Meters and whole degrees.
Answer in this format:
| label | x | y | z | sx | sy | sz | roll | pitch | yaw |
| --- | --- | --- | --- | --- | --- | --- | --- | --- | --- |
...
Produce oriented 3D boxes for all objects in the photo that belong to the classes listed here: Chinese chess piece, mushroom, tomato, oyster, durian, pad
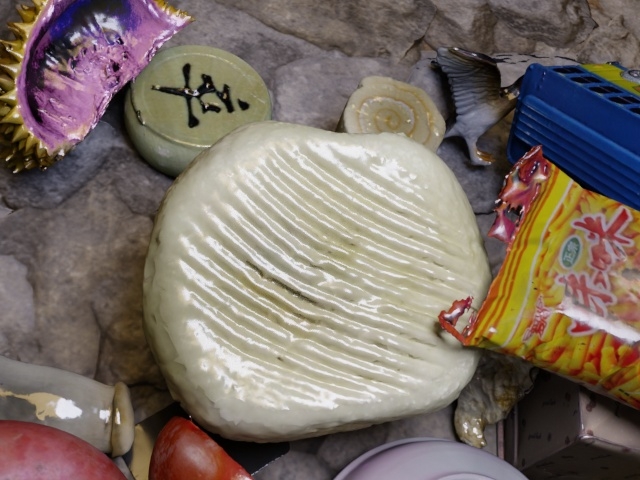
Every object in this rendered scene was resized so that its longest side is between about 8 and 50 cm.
| label | x | y | z | sx | sy | sz | roll | pitch | yaw |
| --- | --- | --- | --- | --- | --- | --- | --- | --- | --- |
| Chinese chess piece | -0.155 | -0.165 | 1.006 | 0.189 | 0.083 | 0.188 | 6 | 56 | -9 |
| mushroom | -0.350 | 0.138 | 0.770 | 0.352 | 0.097 | 0.109 | 23 | 59 | -5 |
| tomato | -0.100 | 0.251 | 0.729 | 0.082 | 0.166 | 0.174 | -43 | 40 | -22 |
| oyster | 0.178 | 0.137 | 0.873 | 0.081 | 0.163 | 0.190 | -2 | 85 | -33 |
| durian | -0.312 | -0.206 | 0.939 | 0.154 | 0.187 | 0.260 | 43 | 54 | -24 |
| pad | -0.123 | 0.215 | 0.831 | 0.157 | 0.003 | 0.112 | -27 | 69 | -27 |

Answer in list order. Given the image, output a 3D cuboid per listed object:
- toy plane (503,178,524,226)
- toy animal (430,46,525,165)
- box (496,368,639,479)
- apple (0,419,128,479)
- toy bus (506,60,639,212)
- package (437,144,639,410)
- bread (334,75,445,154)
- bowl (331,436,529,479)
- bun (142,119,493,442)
| label | x | y | z | sx | sy | sz | roll | pitch | yaw |
| --- | --- | --- | --- | --- | --- | --- | --- | --- | --- |
| toy plane | 0.364 | -0.032 | 1.035 | 0.256 | 0.101 | 0.251 | 14 | 19 | 12 |
| toy animal | 0.231 | -0.186 | 1.079 | 0.197 | 0.160 | 0.272 | 10 | 20 | -1 |
| box | 0.370 | 0.165 | 0.878 | 0.297 | 0.190 | 0.225 | 11 | 59 | -7 |
| apple | -0.282 | 0.313 | 0.592 | 0.345 | 0.269 | 0.344 | 15 | 60 | -28 |
| toy bus | 0.371 | -0.103 | 0.922 | 0.175 | 0.138 | 0.287 | -7 | 32 | -23 |
| package | 0.277 | 0.061 | 0.746 | 0.288 | 0.108 | 0.223 | 27 | 63 | 10 |
| bread | 0.078 | -0.110 | 0.996 | 0.134 | 0.141 | 0.148 | 14 | 58 | -4 |
| bowl | 0.123 | 0.317 | 0.750 | 0.287 | 0.143 | 0.286 | 7 | 57 | -11 |
| bun | -0.009 | 0.048 | 0.822 | 0.349 | 0.227 | 0.352 | 31 | 78 | -6 |
